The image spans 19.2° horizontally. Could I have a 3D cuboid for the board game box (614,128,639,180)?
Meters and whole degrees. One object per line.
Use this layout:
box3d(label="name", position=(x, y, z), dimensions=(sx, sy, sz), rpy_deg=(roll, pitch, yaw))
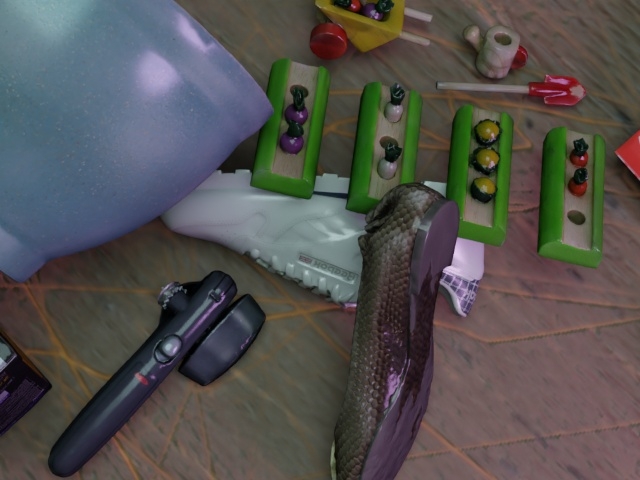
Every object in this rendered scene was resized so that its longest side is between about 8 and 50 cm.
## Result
box3d(label="board game box", position=(0.330, -0.072, 1.343), dimensions=(0.193, 0.045, 0.147), rpy_deg=(-43, 80, 14))

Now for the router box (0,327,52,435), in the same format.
box3d(label="router box", position=(-0.316, 0.004, 1.235), dimensions=(0.081, 0.243, 0.309), rpy_deg=(-44, 86, -8))

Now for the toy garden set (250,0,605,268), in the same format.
box3d(label="toy garden set", position=(0.087, -0.099, 1.328), dimensions=(0.244, 0.049, 0.204), rpy_deg=(13, 50, -6))

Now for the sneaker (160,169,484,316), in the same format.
box3d(label="sneaker", position=(0.000, 0.000, 1.336), dimensions=(0.235, 0.090, 0.094), rpy_deg=(5, 90, -1))

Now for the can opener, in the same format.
box3d(label="can opener", position=(-0.122, 0.094, 1.324), dimensions=(0.186, 0.059, 0.073), rpy_deg=(-44, 86, -9))

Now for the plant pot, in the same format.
box3d(label="plant pot", position=(-0.204, -0.097, 1.236), dimensions=(0.293, 0.293, 0.196), rpy_deg=(37, 85, 3))

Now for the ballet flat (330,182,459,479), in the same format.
box3d(label="ballet flat", position=(0.041, 0.073, 1.285), dimensions=(0.058, 0.084, 0.250), rpy_deg=(22, 121, 22))
